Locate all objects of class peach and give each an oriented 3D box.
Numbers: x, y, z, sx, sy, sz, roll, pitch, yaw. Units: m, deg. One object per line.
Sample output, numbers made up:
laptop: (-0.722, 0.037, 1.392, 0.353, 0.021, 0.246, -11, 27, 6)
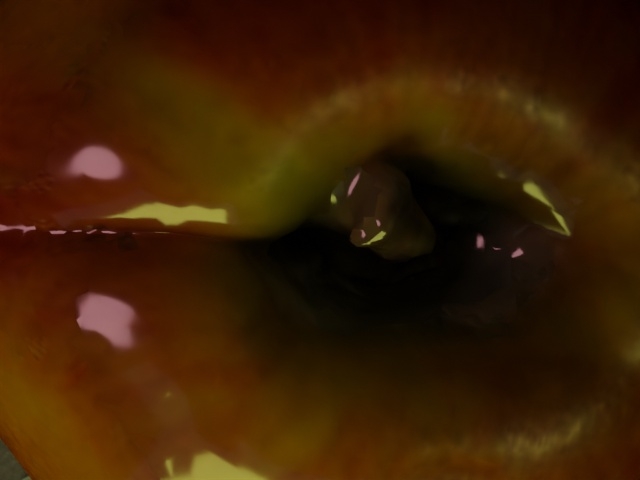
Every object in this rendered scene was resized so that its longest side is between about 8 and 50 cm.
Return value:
peach: (0.000, 0.000, 0.499, 0.281, 0.238, 0.281, 9, 180, 0)
